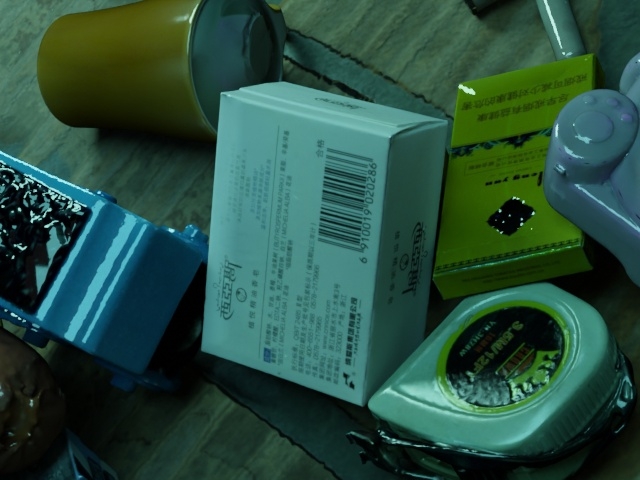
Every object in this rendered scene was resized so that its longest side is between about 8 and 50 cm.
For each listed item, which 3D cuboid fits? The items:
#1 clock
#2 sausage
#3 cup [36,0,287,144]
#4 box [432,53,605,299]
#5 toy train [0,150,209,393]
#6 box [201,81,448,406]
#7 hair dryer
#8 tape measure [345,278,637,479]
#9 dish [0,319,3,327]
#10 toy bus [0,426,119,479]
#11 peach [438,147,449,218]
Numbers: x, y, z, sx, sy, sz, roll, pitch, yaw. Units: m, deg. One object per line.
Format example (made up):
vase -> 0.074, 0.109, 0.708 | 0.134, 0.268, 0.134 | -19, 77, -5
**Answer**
clock -> 0.398, -0.076, 1.767 | 0.295, 0.113, 0.322 | 38, 61, 24
sausage -> -0.360, 0.146, 1.907 | 0.152, 0.152, 0.280 | -54, 35, -12
cup -> -0.167, -0.205, 2.145 | 0.264, 0.182, 0.226 | 1, 29, 32
box -> 0.199, -0.069, 1.889 | 0.153, 0.041, 0.279 | -11, 44, 22
toy train -> -0.259, 0.024, 1.957 | 0.300, 0.265, 0.188 | 23, 85, 36
box -> 0.001, -0.001, 1.869 | 0.203, 0.116, 0.274 | 15, 109, 32
hair dryer -> 0.269, -0.256, 2.029 | 0.195, 0.053, 0.220 | -31, 54, 4
tape measure -> 0.174, 0.159, 1.788 | 0.235, 0.115, 0.207 | -45, 45, -14
dish -> -0.406, 0.133, 2.088 | 0.149, 0.080, 0.207 | -16, 59, 5
toy bus -> -0.228, 0.337, 1.859 | 0.106, 0.131, 0.297 | -28, 55, 9
peach -> 0.067, -0.072, 1.957 | 0.138, 0.138, 0.138 | -11, 58, 18
